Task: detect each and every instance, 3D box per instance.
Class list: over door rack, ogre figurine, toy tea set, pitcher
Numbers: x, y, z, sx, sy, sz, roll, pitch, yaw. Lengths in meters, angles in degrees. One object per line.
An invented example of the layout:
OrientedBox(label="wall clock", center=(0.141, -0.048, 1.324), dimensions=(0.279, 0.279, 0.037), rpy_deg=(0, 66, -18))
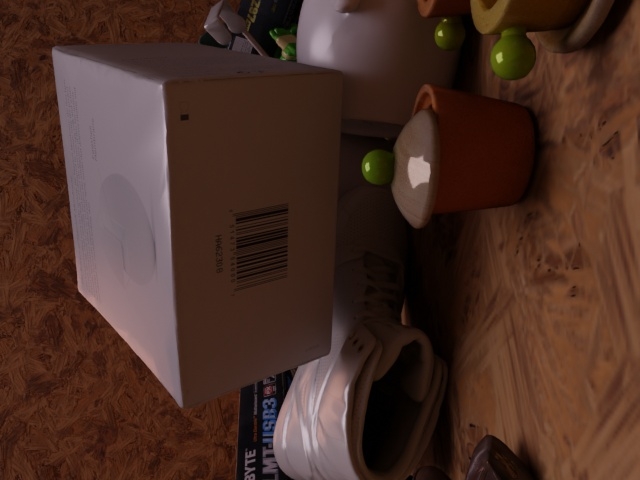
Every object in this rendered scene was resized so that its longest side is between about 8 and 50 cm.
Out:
OrientedBox(label="over door rack", center=(-0.115, -0.160, 0.877), dimensions=(0.324, 0.240, 0.108), rpy_deg=(37, -145, -43))
OrientedBox(label="ogre figurine", center=(-0.064, -0.257, 1.051), dimensions=(0.118, 0.097, 0.197), rpy_deg=(-59, 41, 44))
OrientedBox(label="toy tea set", center=(0.060, -0.176, 0.338), dimensions=(0.200, 0.125, 0.335), rpy_deg=(125, 147, -81))
OrientedBox(label="pitcher", center=(0.037, -0.189, 0.473), dimensions=(0.178, 0.126, 0.207), rpy_deg=(2, -86, -64))

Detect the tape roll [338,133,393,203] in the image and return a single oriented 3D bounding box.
OrientedBox(label="tape roll", center=(-0.042, -0.034, 0.761), dimensions=(0.246, 0.169, 0.246), rpy_deg=(-41, 42, 50))

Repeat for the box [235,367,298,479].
OrientedBox(label="box", center=(-0.025, 0.327, 0.857), dimensions=(0.293, 0.074, 0.295), rpy_deg=(-99, -11, -56))

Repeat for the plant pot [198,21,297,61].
OrientedBox(label="plant pot", center=(-0.110, -0.386, 1.510), dimensions=(0.293, 0.293, 0.235), rpy_deg=(-95, -6, -57))

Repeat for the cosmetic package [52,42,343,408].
OrientedBox(label="cosmetic package", center=(-0.104, -0.033, 0.517), dimensions=(0.225, 0.138, 0.223), rpy_deg=(27, 123, 46))

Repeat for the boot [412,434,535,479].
OrientedBox(label="boot", center=(0.088, 0.146, 0.381), dimensions=(0.106, 0.037, 0.114), rpy_deg=(-117, 23, -53))

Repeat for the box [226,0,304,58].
OrientedBox(label="box", center=(-0.080, -0.397, 1.134), dimensions=(0.183, 0.059, 0.232), rpy_deg=(-19, -50, -74))

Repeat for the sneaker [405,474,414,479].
OrientedBox(label="sneaker", center=(0.034, 0.289, 0.612), dimensions=(0.279, 0.108, 0.118), rpy_deg=(98, 163, -71))

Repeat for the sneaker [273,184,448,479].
OrientedBox(label="sneaker", center=(0.056, 0.069, 0.565), dimensions=(0.169, 0.108, 0.292), rpy_deg=(-26, 47, 61))
